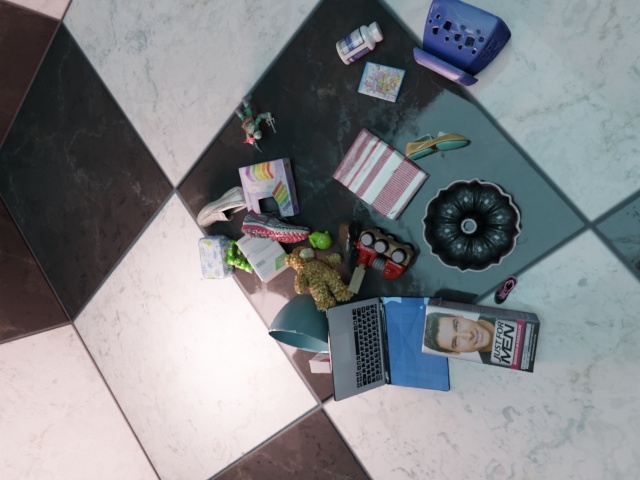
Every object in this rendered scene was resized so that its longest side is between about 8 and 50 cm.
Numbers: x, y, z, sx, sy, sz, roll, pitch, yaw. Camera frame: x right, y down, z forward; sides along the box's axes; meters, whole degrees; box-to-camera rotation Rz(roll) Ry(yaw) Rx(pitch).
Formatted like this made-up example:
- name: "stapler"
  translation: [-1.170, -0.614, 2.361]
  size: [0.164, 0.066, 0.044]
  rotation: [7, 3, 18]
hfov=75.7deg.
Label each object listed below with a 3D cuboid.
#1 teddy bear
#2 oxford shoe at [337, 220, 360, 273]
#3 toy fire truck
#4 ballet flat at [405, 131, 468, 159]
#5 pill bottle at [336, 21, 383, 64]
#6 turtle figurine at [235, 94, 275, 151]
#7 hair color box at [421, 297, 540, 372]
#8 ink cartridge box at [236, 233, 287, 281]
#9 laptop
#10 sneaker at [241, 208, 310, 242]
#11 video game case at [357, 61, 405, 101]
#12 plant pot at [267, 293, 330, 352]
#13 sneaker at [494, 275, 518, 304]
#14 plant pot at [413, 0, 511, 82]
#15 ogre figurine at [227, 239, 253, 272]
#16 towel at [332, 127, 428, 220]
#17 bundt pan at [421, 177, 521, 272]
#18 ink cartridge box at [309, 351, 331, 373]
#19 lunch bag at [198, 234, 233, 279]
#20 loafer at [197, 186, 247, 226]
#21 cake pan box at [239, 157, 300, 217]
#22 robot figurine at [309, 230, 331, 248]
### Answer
- name: "teddy bear"
  translation: [-0.009, 0.142, 1.725]
  size: [0.244, 0.113, 0.338]
  rotation: [-17, 58, -5]
- name: "oxford shoe"
  translation: [0.120, 0.028, 1.740]
  size: [0.096, 0.082, 0.228]
  rotation: [8, 104, 51]
- name: "toy fire truck"
  translation: [0.226, 0.102, 1.651]
  size: [0.217, 0.158, 0.247]
  rotation: [29, 118, 21]
- name: "ballet flat"
  translation: [0.425, -0.366, 1.527]
  size: [0.232, 0.080, 0.073]
  rotation: [-11, 76, 27]
- name: "pill bottle"
  translation: [0.155, -0.772, 1.604]
  size: [0.169, 0.094, 0.094]
  rotation: [-21, 86, 27]
- name: "turtle figurine"
  translation: [-0.301, -0.529, 1.863]
  size: [0.175, 0.118, 0.234]
  rotation: [-36, 74, 26]
- name: "hair color box"
  translation: [0.569, 0.336, 1.489]
  size: [0.374, 0.113, 0.186]
  rotation: [6, 99, 19]
- name: "ink cartridge box"
  translation: [-0.254, 0.057, 1.886]
  size: [0.160, 0.092, 0.219]
  rotation: [-35, 77, -4]
- name: "laptop"
  translation: [0.265, 0.431, 1.622]
  size: [0.236, 0.407, 0.383]
  rotation: [2, 98, 61]
- name: "sneaker"
  translation: [-0.192, -0.066, 1.808]
  size: [0.298, 0.121, 0.112]
  rotation: [10, 70, -1]
- name: "video game case"
  translation: [0.239, -0.626, 1.622]
  size: [0.166, 0.015, 0.119]
  rotation: [24, 107, 23]
- name: "plant pot"
  translation: [-0.060, 0.344, 1.776]
  size: [0.290, 0.290, 0.196]
  rotation: [1, 61, 27]
- name: "sneaker"
  translation: [0.662, 0.182, 1.479]
  size: [0.047, 0.057, 0.120]
  rotation: [31, 110, 19]
- name: "plant pot"
  translation: [0.466, -0.659, 1.386]
  size: [0.236, 0.236, 0.212]
  rotation: [37, 118, 19]
- name: "ogre figurine"
  translation: [-0.369, 0.080, 1.982]
  size: [0.196, 0.097, 0.118]
  rotation: [20, 92, -5]
- name: "towel"
  translation: [0.236, -0.263, 1.659]
  size: [0.329, 0.037, 0.237]
  rotation: [40, 110, 16]
- name: "bundt pan"
  translation: [0.539, -0.057, 1.476]
  size: [0.330, 0.124, 0.331]
  rotation: [4, 99, 26]
- name: "ink cartridge box"
  translation: [0.029, 0.527, 1.805]
  size: [0.099, 0.135, 0.056]
  rotation: [-7, 96, 28]
- name: "lunch bag"
  translation: [-0.524, 0.082, 2.058]
  size: [0.175, 0.090, 0.219]
  rotation: [-3, 95, 31]
- name: "loafer"
  translation: [-0.474, -0.143, 1.996]
  size: [0.319, 0.112, 0.112]
  rotation: [-30, 74, 26]
- name: "cake pan box"
  translation: [-0.232, -0.222, 1.873]
  size: [0.245, 0.070, 0.267]
  rotation: [-4, 103, 29]
- name: "robot figurine"
  translation: [0.000, 0.000, 1.782]
  size: [0.115, 0.101, 0.067]
  rotation: [18, 123, 48]
